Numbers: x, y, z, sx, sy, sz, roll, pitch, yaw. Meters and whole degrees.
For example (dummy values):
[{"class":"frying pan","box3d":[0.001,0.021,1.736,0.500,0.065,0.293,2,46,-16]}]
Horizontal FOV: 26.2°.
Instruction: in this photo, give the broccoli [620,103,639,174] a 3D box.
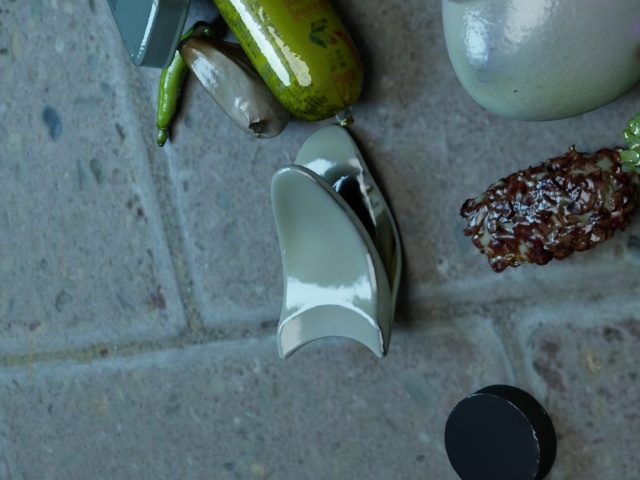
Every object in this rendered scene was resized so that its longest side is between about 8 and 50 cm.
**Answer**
[{"class":"broccoli","box3d":[0.421,-0.038,1.321,0.353,0.274,0.397,66,155,4]}]

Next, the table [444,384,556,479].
[{"class":"table","box3d":[0.218,0.245,1.679,0.133,0.043,0.134,9,105,35]}]

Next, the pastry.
[{"class":"pastry","box3d":[0.262,-0.037,1.556,0.208,0.097,0.115,-16,100,36]}]

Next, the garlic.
[{"class":"garlic","box3d":[-0.098,-0.183,1.753,0.090,0.128,0.198,-45,53,18]}]

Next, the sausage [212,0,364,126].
[{"class":"sausage","box3d":[-0.054,-0.285,1.711,0.123,0.123,0.347,-41,76,35]}]

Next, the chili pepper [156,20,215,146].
[{"class":"chili pepper","box3d":[-0.195,-0.224,1.883,0.049,0.043,0.208,29,124,0]}]

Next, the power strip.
[{"class":"power strip","box3d":[-0.225,-0.369,1.781,0.265,0.059,0.194,66,144,39]}]

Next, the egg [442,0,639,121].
[{"class":"egg","box3d":[0.229,-0.217,1.454,0.271,0.161,0.206,-18,102,58]}]

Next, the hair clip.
[{"class":"hair clip","box3d":[0.012,0.001,1.745,0.172,0.113,0.282,-6,102,37]}]
